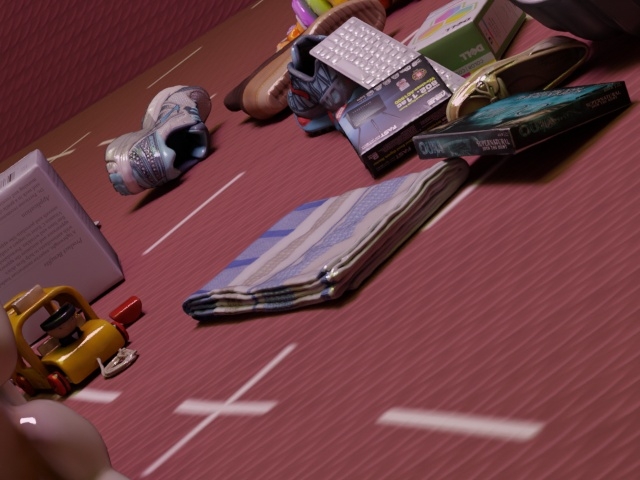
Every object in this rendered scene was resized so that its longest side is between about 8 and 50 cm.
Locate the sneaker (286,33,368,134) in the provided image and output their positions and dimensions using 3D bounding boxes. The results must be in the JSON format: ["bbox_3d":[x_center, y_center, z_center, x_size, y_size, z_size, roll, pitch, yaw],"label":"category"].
[{"bbox_3d":[0.011,-0.211,2.024,0.104,0.125,0.262,-37,15,-13],"label":"sneaker"}]

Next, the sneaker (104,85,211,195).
[{"bbox_3d":[-0.212,-0.153,2.445,0.122,0.110,0.283,-7,29,25],"label":"sneaker"}]

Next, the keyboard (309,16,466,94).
[{"bbox_3d":[0.081,-0.193,1.822,0.072,0.014,0.256,-36,40,-15],"label":"keyboard"}]

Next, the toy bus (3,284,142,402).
[{"bbox_3d":[-0.291,0.099,1.735,0.202,0.104,0.191,-31,15,17],"label":"toy bus"}]

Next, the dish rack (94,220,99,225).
[{"bbox_3d":[-0.498,0.051,2.363,0.333,0.072,0.285,-31,6,10],"label":"dish rack"}]

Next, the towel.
[{"bbox_3d":[0.000,0.000,1.555,0.209,0.034,0.285,-42,16,-30],"label":"towel"}]

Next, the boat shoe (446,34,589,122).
[{"bbox_3d":[0.195,-0.155,1.583,0.153,0.056,0.048,-28,11,-6],"label":"boat shoe"}]

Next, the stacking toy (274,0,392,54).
[{"bbox_3d":[0.021,-0.382,2.579,0.302,0.166,0.175,-44,13,24],"label":"stacking toy"}]

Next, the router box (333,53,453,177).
[{"bbox_3d":[0.084,-0.135,1.726,0.122,0.038,0.092,-34,41,4],"label":"router box"}]

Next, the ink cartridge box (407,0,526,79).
[{"bbox_3d":[0.160,-0.228,1.875,0.109,0.062,0.209,-25,17,31],"label":"ink cartridge box"}]

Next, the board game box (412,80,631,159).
[{"bbox_3d":[0.179,-0.109,1.460,0.126,0.026,0.186,-23,10,-21],"label":"board game box"}]

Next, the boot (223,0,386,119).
[{"bbox_3d":[-0.030,-0.277,2.400,0.248,0.090,0.207,-41,17,-11],"label":"boot"}]

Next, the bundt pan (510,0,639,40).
[{"bbox_3d":[0.317,-0.330,1.584,0.331,0.124,0.331,-29,40,28],"label":"bundt pan"}]

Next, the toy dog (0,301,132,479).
[{"bbox_3d":[-0.353,0.100,1.256,0.284,0.408,0.395,-33,15,4],"label":"toy dog"}]

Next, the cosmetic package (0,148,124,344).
[{"bbox_3d":[-0.366,0.006,2.044,0.151,0.184,0.151,-35,15,-2],"label":"cosmetic package"}]
